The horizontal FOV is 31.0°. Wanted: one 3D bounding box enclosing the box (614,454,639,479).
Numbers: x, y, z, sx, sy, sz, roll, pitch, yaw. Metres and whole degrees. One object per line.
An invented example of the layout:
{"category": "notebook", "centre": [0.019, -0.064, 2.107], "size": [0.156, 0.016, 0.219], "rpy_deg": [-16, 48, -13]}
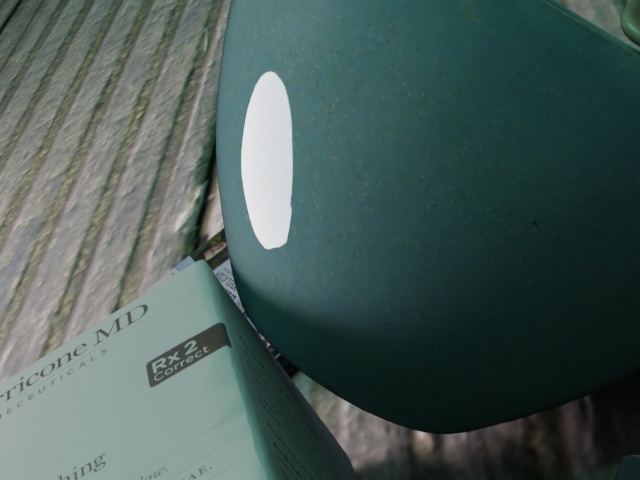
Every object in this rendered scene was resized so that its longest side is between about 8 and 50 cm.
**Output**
{"category": "box", "centre": [0.134, 0.172, 0.306], "size": [0.153, 0.108, 0.207], "rpy_deg": [-2, 41, 43]}

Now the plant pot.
{"category": "plant pot", "centre": [0.064, -0.025, 0.549], "size": [0.195, 0.290, 0.290], "rpy_deg": [-59, 25, 16]}

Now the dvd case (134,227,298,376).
{"category": "dvd case", "centre": [0.000, 0.000, 0.786], "size": [0.253, 0.022, 0.180], "rpy_deg": [-39, 31, -13]}

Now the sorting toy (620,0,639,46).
{"category": "sorting toy", "centre": [0.282, -0.138, 0.664], "size": [0.196, 0.047, 0.347], "rpy_deg": [-4, 21, 22]}

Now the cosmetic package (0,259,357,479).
{"category": "cosmetic package", "centre": [-0.062, 0.137, 0.502], "size": [0.151, 0.151, 0.183], "rpy_deg": [-32, 29, 1]}
